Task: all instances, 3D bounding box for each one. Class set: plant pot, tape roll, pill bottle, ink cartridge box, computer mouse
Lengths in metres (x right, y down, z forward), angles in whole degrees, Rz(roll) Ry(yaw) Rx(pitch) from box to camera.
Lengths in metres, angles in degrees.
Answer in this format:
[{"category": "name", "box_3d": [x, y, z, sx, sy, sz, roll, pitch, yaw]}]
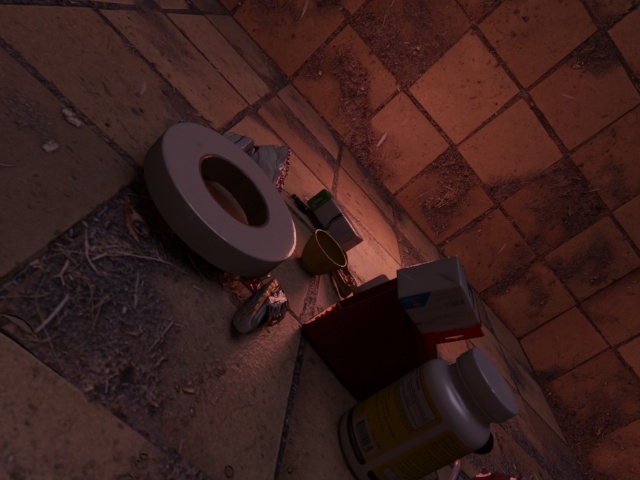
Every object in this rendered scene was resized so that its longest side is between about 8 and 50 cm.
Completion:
[{"category": "plant pot", "box_3d": [0.155, 0.246, 1.160, 0.236, 0.267, 0.267, 67, 22, 4]}, {"category": "tape roll", "box_3d": [-0.213, -0.097, 1.036, 0.392, 0.072, 0.392, 41, 25, -24]}, {"category": "pill bottle", "box_3d": [0.219, 0.366, 0.942, 0.188, 0.334, 0.188, 43, 22, -22]}, {"category": "ink cartridge box", "box_3d": [0.268, 0.141, 1.004, 0.231, 0.134, 0.078, 52, 31, -43]}, {"category": "ink cartridge box", "box_3d": [0.056, -0.069, 1.650, 0.208, 0.086, 0.153, 57, 9, 15]}, {"category": "plant pot", "box_3d": [-0.003, 0.048, 1.349, 0.134, 0.095, 0.134, 43, 23, -23]}, {"category": "computer mouse", "box_3d": [-0.118, -0.183, 1.575, 0.242, 0.041, 0.071, 42, 21, -25]}]

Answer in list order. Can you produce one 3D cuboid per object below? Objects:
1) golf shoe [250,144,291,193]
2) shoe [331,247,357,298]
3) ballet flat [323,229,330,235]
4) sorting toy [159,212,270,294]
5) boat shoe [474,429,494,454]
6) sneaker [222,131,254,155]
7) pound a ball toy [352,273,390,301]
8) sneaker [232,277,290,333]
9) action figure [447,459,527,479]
[{"category": "golf shoe", "box_3d": [-0.178, -0.199, 1.421, 0.140, 0.115, 0.306, 12, 40, -3]}, {"category": "shoe", "box_3d": [0.059, 0.096, 1.472, 0.076, 0.058, 0.219, 5, 36, -20]}, {"category": "ballet flat", "box_3d": [0.000, 0.000, 1.500, 0.052, 0.057, 0.168, 36, 23, -13]}, {"category": "sorting toy", "box_3d": [-0.227, 0.016, 1.002, 0.274, 0.046, 0.132, 45, 21, -15]}, {"category": "boat shoe", "box_3d": [0.368, 0.532, 1.276, 0.340, 0.127, 0.113, 42, 23, -19]}, {"category": "sneaker", "box_3d": [-0.279, -0.244, 1.301, 0.091, 0.094, 0.258, 20, 27, 7]}, {"category": "pound a ball toy", "box_3d": [0.211, 0.282, 1.376, 0.319, 0.135, 0.208, 62, -3, 15]}, {"category": "sneaker", "box_3d": [-0.114, 0.149, 0.972, 0.083, 0.084, 0.215, 55, 19, -5]}, {"category": "action figure", "box_3d": [0.278, 0.573, 0.929, 0.370, 0.248, 0.275, -2, 17, -36]}]
